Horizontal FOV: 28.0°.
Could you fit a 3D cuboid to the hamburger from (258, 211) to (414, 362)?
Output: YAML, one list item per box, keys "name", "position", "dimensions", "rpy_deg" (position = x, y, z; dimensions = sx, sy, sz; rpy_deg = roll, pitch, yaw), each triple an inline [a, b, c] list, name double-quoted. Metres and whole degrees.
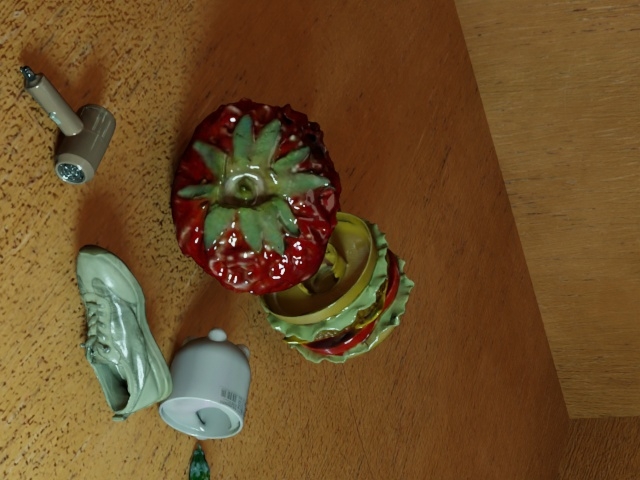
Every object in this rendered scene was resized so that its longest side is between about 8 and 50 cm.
- name: "hamburger"
  position: [0.036, 0.100, 2.389]
  dimensions: [0.212, 0.275, 0.274]
  rpy_deg: [52, 39, -43]

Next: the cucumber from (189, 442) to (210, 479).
- name: "cucumber"
  position: [-0.198, 0.405, 2.079]
  dimensions: [0.037, 0.037, 0.155]
  rpy_deg: [27, 59, -62]

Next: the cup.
- name: "cup"
  position: [-0.170, 0.235, 2.063]
  dimensions: [0.173, 0.134, 0.142]
  rpy_deg: [55, 35, -45]

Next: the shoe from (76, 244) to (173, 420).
- name: "shoe"
  position: [-0.299, 0.134, 1.848]
  dimensions: [0.098, 0.103, 0.274]
  rpy_deg: [-41, 121, -45]

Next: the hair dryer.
- name: "hair dryer"
  position: [-0.370, -0.175, 1.819]
  dimensions: [0.181, 0.064, 0.117]
  rpy_deg: [53, 39, -36]

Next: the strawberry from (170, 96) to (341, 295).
- name: "strawberry"
  position: [-0.113, -0.062, 2.159]
  dimensions: [0.345, 0.295, 0.317]
  rpy_deg: [136, -67, -79]

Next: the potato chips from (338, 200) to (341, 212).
- name: "potato chips"
  position: [-0.001, 0.000, 2.579]
  dimensions: [0.208, 0.062, 0.195]
  rpy_deg: [18, 74, -65]
